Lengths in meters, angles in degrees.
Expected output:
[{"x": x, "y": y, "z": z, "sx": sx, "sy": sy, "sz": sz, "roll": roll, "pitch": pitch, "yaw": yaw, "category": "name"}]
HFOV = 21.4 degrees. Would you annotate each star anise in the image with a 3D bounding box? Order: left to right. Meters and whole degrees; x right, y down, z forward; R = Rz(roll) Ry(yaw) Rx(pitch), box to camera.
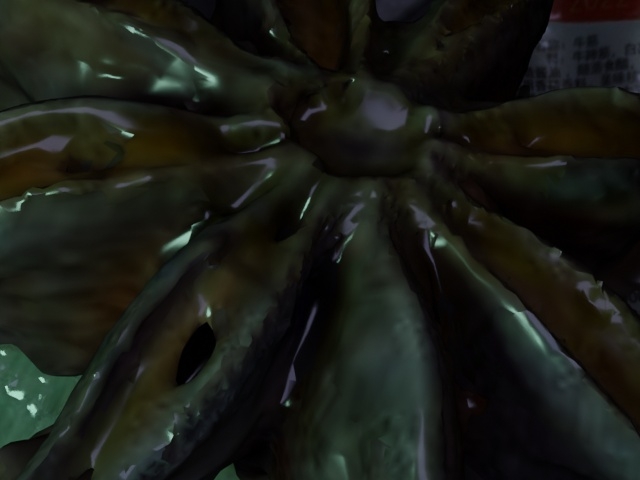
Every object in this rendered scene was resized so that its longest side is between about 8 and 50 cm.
[{"x": -0.002, "y": 0.000, "z": 0.558, "sx": 0.332, "sy": 0.117, "sz": 0.331, "roll": 8, "pitch": 46, "yaw": -8, "category": "star anise"}]

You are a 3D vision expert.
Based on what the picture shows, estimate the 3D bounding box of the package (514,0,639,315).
[{"x": 0.132, "y": 0.007, "z": 0.654, "sx": 0.166, "sy": 0.040, "sz": 0.232, "roll": -1, "pitch": 79, "yaw": 4, "category": "package"}]

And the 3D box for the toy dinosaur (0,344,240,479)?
[{"x": -0.109, "y": 0.077, "z": 0.612, "sx": 0.205, "sy": 0.092, "sz": 0.393, "roll": -33, "pitch": 86, "yaw": -9, "category": "toy dinosaur"}]
